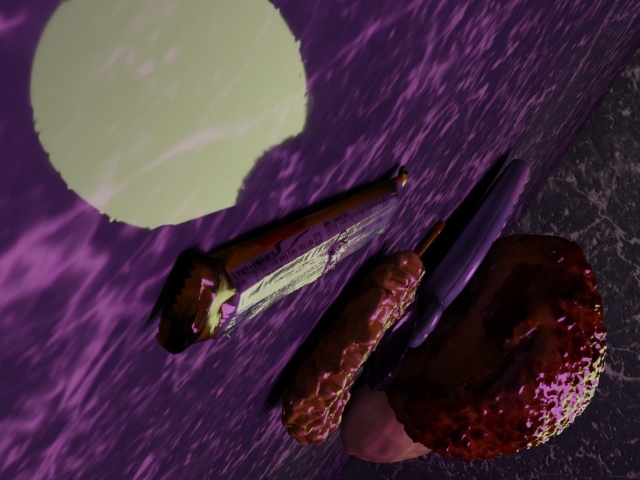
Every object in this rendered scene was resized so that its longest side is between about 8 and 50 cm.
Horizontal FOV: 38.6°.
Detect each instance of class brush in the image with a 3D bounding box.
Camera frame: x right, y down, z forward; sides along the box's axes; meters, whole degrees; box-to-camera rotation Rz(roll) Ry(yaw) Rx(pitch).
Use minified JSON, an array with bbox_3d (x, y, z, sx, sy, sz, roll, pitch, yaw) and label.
[{"bbox_3d":[0.085,0.041,0.981,0.170,0.014,0.043,-50,170,-21],"label":"brush"}]

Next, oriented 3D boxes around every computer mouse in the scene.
[{"bbox_3d":[0.080,0.113,1.087,0.079,0.047,0.135,153,-39,-82],"label":"computer mouse"}]

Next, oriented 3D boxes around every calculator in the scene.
[{"bbox_3d":[0.183,0.011,1.161,0.295,0.042,0.184,-54,176,-29],"label":"calculator"}]

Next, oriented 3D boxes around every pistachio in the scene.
[{"bbox_3d":[0.116,0.285,1.478,0.157,0.157,0.229,-44,177,-39],"label":"pistachio"}]

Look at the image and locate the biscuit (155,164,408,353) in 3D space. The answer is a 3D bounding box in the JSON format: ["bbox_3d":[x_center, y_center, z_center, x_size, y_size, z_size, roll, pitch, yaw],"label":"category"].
[{"bbox_3d":[0.000,0.000,0.494,0.048,0.026,0.292,-62,167,20],"label":"biscuit"}]

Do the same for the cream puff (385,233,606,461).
[{"bbox_3d":[0.245,0.153,1.229,0.350,0.229,0.350,-46,-169,12],"label":"cream puff"}]

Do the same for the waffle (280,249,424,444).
[{"bbox_3d":[0.027,0.092,0.808,0.194,0.051,0.149,-57,169,-10],"label":"waffle"}]
